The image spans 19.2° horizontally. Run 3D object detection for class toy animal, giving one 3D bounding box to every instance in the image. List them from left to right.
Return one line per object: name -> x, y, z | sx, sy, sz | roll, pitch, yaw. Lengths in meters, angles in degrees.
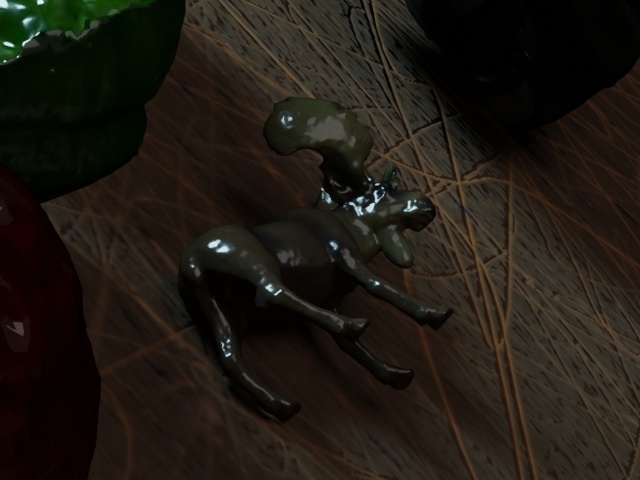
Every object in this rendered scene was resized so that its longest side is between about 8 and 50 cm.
toy animal -> 0.000, 0.000, 1.123 | 0.214, 0.093, 0.186 | -10, 47, -43

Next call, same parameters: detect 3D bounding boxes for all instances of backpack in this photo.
backpack -> 0.159, -0.292, 1.510 | 0.363, 0.255, 0.445 | 59, 24, -29

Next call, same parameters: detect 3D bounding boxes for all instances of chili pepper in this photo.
chili pepper -> -0.255, -0.088, 0.894 | 0.385, 0.167, 0.213 | 2, 30, -31

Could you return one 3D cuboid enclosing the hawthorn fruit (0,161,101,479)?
hawthorn fruit -> -0.181, 0.039, 0.704 | 0.210, 0.266, 0.230 | 23, 25, 8
